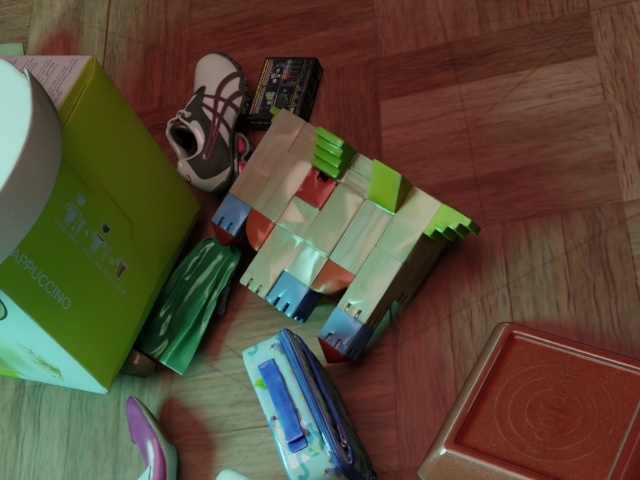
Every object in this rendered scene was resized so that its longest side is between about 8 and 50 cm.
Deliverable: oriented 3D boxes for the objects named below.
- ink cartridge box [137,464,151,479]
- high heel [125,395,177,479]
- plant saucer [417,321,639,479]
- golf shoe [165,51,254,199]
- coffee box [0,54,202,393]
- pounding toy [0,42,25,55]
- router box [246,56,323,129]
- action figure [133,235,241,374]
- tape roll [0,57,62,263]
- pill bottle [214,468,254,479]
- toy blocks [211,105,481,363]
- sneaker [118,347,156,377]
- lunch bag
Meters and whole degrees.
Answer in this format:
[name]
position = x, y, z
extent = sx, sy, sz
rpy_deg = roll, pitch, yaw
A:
[ink cartridge box]
position = -0.258, 0.447, 1.307
extent = 0.239, 0.060, 0.275
rpy_deg = -47, 25, 31
[high heel]
position = -0.241, 0.333, 1.474
extent = 0.117, 0.082, 0.244
rpy_deg = -31, 68, -3
[plant saucer]
position = 0.282, 0.214, 1.306
extent = 0.259, 0.048, 0.258
rpy_deg = 15, 53, 28
[golf shoe]
position = -0.177, -0.196, 1.687
extent = 0.105, 0.120, 0.273
rpy_deg = -44, 44, 41
[coffee box]
position = -0.431, -0.027, 1.538
extent = 0.334, 0.338, 0.338
rpy_deg = 5, 56, 31
[pounding toy]
position = -0.557, -0.245, 1.877
extent = 0.100, 0.141, 0.130
rpy_deg = -5, 57, -14
[router box]
position = -0.056, -0.234, 1.723
extent = 0.092, 0.038, 0.123
rpy_deg = 5, 65, 23
[action figure]
position = -0.181, 0.076, 1.593
extent = 0.137, 0.063, 0.232
rpy_deg = 26, 79, 32
[tape roll]
position = -0.497, -0.066, 1.321
extent = 0.392, 0.072, 0.392
rpy_deg = -14, 49, 17
[pill bottle]
position = -0.122, 0.436, 1.322
extent = 0.162, 0.162, 0.278
rpy_deg = 23, 74, 29
[toy blocks]
position = 0.000, 0.000, 1.514
extent = 0.381, 0.190, 0.261
rpy_deg = 34, 91, 27
[sneaker]
position = -0.330, 0.183, 1.595
extent = 0.192, 0.064, 0.086
rpy_deg = 20, 70, 36
[lunch bag]
position = -0.015, 0.230, 1.380
extent = 0.090, 0.176, 0.219
rpy_deg = -29, 56, 5
